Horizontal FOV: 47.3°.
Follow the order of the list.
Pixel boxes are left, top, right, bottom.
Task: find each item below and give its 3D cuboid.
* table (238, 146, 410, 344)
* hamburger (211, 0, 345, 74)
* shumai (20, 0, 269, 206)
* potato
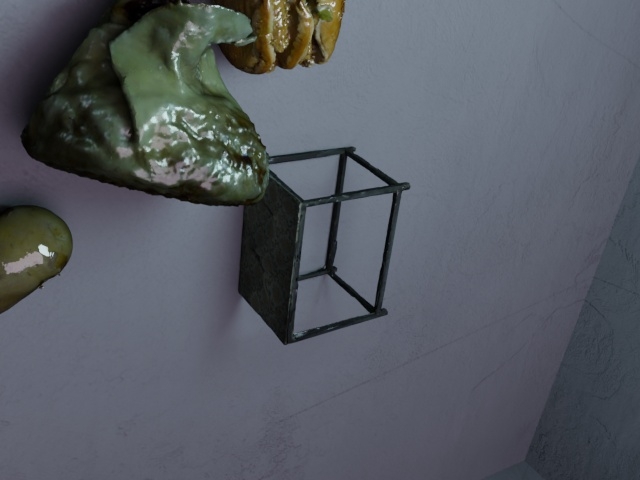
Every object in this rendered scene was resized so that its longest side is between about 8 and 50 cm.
[{"bbox_3d":[0.000,0.000,1.581,0.272,0.222,0.335,-12,125,-31],"label":"table"},{"bbox_3d":[-0.069,-0.424,1.259,0.211,0.245,0.261,-11,85,-21],"label":"hamburger"},{"bbox_3d":[-0.265,-0.244,1.196,0.395,0.395,0.348,7,92,-40],"label":"shumai"},{"bbox_3d":[-0.547,0.043,1.236,0.262,0.165,0.165,-37,134,-9],"label":"potato"}]
